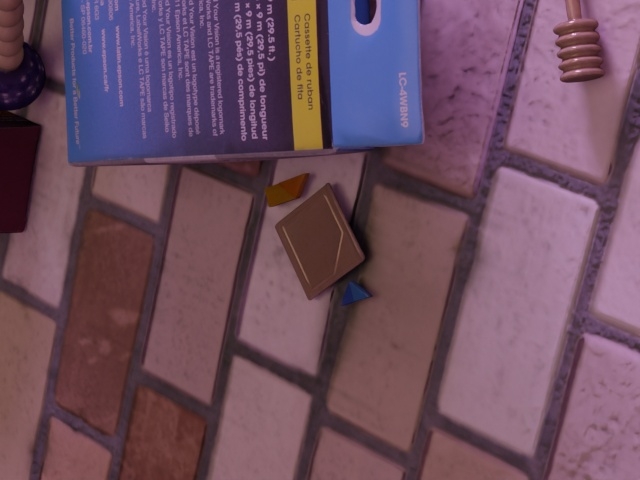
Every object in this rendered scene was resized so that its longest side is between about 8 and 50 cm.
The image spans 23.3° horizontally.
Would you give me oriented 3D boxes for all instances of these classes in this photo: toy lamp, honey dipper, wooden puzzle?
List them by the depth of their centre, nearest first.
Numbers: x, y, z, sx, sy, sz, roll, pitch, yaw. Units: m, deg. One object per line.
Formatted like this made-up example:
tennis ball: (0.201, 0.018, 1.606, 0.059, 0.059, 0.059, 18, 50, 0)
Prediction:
honey dipper: (0.161, -0.185, 1.025, 0.030, 0.030, 0.161, -12, 84, 40)
wooden puzzle: (0.000, 0.000, 1.187, 0.078, 0.014, 0.116, -31, 74, 42)
toy lamp: (-0.256, -0.200, 1.258, 0.080, 0.080, 0.275, 65, 159, 16)

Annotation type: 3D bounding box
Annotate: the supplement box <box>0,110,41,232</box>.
supplement box: (-0.353, -0.083, 1.433, 0.188, 0.080, 0.104, 24, 108, 36)

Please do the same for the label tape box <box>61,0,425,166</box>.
label tape box: (-0.041, -0.184, 1.144, 0.347, 0.115, 0.249, -1, 93, 38)
